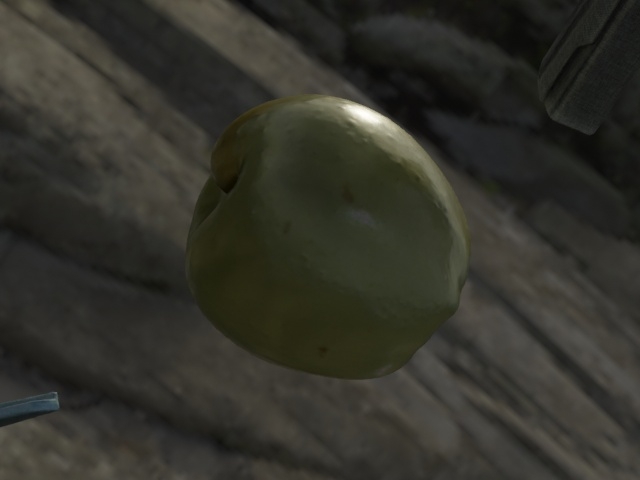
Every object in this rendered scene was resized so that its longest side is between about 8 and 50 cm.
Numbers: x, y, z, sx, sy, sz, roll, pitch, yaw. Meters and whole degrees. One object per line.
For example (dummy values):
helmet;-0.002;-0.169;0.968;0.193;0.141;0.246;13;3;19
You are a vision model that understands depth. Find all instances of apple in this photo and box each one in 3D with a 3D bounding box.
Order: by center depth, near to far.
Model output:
apple;0.000;0.000;1.332;0.200;0.200;0.200;34;22;-16

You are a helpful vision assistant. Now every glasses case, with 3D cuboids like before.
glasses case;0.206;-0.166;1.291;0.047;0.205;0.071;22;43;-10

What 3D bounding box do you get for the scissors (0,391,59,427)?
scissors;-0.342;0.138;1.094;0.192;0.447;0.029;32;47;-66
